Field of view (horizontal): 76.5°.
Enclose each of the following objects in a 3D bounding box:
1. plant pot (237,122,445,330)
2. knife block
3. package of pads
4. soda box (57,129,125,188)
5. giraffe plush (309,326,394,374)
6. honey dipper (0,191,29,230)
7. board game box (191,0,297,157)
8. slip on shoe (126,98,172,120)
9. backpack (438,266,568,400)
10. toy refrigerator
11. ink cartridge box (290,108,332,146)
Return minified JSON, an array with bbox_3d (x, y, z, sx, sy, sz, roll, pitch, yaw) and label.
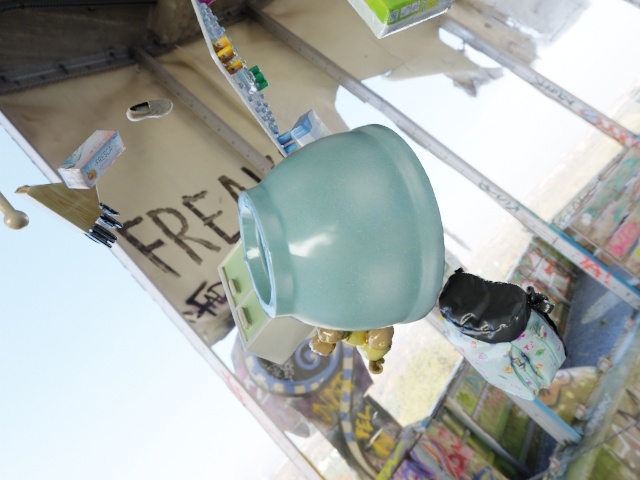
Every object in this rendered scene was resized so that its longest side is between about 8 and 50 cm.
[{"bbox_3d":[0.000,0.000,0.564,0.197,0.292,0.293,-14,-28,-19],"label":"plant pot"},{"bbox_3d":[-0.795,-0.072,1.314,0.276,0.088,0.241,-22,-68,-54],"label":"knife block"},{"bbox_3d":[0.165,-0.650,0.980,0.229,0.296,0.101,-29,-14,-14],"label":"package of pads"},{"bbox_3d":[-0.569,-0.208,1.018,0.183,0.063,0.058,-80,-11,-45],"label":"soda box"},{"bbox_3d":[0.089,0.206,0.909,0.181,0.171,0.210,-57,-4,-19],"label":"giraffe plush"},{"bbox_3d":[-0.306,-0.072,0.349,0.030,0.160,0.030,-40,1,1],"label":"honey dipper"},{"bbox_3d":[-0.212,-0.480,1.143,0.050,0.389,0.390,-28,-32,8],"label":"board game box"},{"bbox_3d":[-0.499,-0.390,1.190,0.136,0.051,0.041,-24,-9,-27],"label":"slip on shoe"},{"bbox_3d":[0.259,0.136,0.575,0.115,0.182,0.152,-47,25,-7],"label":"backpack"},{"bbox_3d":[-0.115,0.097,0.774,0.094,0.269,0.102,33,-80,-35],"label":"toy refrigerator"},{"bbox_3d":[-0.007,-0.327,1.340,0.062,0.181,0.104,-21,32,39],"label":"ink cartridge box"}]
